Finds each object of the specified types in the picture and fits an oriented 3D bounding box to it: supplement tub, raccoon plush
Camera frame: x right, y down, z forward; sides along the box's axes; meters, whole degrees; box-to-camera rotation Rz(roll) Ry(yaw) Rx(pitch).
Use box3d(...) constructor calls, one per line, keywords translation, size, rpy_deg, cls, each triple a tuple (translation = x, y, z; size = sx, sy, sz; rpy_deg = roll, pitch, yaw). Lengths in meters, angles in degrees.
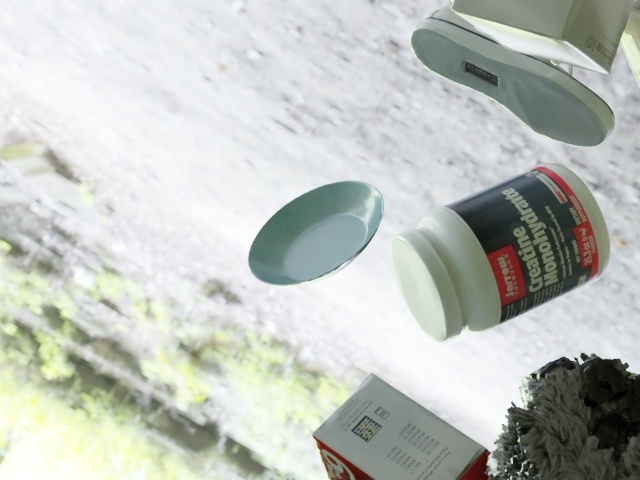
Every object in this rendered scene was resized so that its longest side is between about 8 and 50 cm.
box3d(translation=(0.257, 0.018, 1.773), size=(0.191, 0.272, 0.191), rpy_deg=(59, 164, 29), cls="supplement tub")
box3d(translation=(0.235, 0.322, 1.343), size=(0.216, 0.446, 0.299), rpy_deg=(33, 148, 9), cls="raccoon plush")

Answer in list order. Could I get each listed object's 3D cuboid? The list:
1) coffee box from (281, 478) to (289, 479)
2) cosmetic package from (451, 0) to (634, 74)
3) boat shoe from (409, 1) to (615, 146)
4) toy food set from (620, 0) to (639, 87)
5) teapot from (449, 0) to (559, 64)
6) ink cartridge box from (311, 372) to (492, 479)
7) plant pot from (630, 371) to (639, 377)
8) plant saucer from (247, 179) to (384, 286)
box3d(translation=(-0.162, 0.468, 1.791), size=(0.168, 0.297, 0.118), rpy_deg=(-29, 84, 37), cls="coffee box")
box3d(translation=(0.309, -0.403, 1.462), size=(0.155, 0.365, 0.197), rpy_deg=(20, -174, 29), cls="cosmetic package")
box3d(translation=(0.337, -0.290, 2.011), size=(0.367, 0.156, 0.136), rpy_deg=(30, 151, 24), cls="boat shoe")
box3d(translation=(0.588, -0.290, 1.929), size=(0.306, 0.092, 0.219), rpy_deg=(39, 172, 42), cls="toy food set")
box3d(translation=(0.259, -0.401, 1.751), size=(0.253, 0.256, 0.187), rpy_deg=(12, 149, 18), cls="teapot")
box3d(translation=(0.151, 0.370, 1.685), size=(0.272, 0.130, 0.309), rpy_deg=(30, 152, 34), cls="ink cartridge box")
box3d(translation=(0.495, 0.382, 2.149), size=(0.275, 0.274, 0.293), rpy_deg=(27, 170, 11), cls="plant pot")
box3d(translation=(0.000, 0.000, 1.586), size=(0.195, 0.195, 0.037), rpy_deg=(16, 145, 48), cls="plant saucer")
